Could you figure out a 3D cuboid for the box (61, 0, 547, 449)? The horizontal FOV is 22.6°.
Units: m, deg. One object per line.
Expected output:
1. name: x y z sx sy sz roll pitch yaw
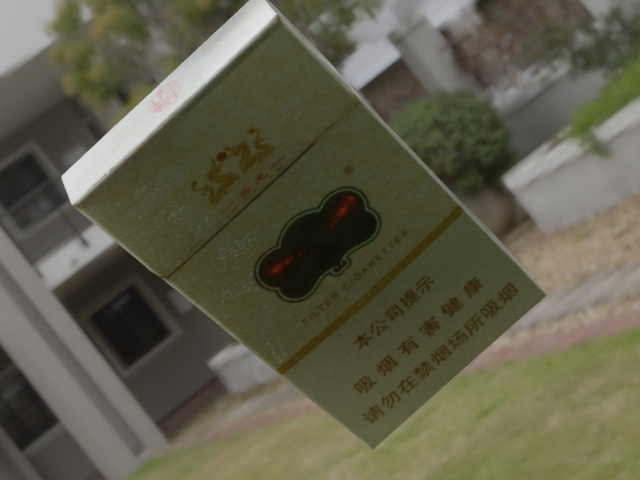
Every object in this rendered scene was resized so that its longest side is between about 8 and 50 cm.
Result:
1. box: 0.000 0.000 0.554 0.090 0.167 0.024 -42 38 7
